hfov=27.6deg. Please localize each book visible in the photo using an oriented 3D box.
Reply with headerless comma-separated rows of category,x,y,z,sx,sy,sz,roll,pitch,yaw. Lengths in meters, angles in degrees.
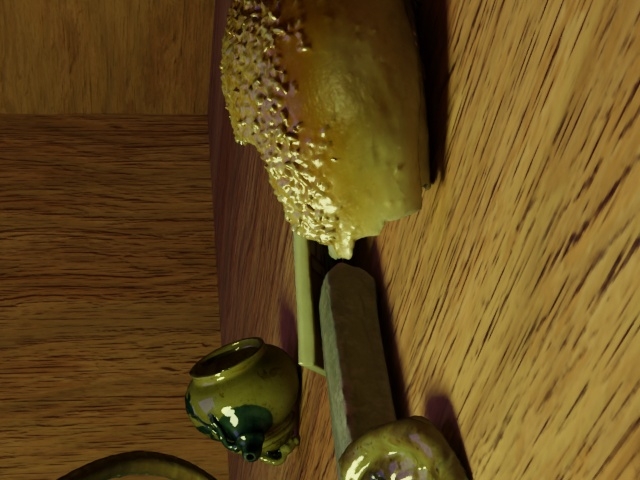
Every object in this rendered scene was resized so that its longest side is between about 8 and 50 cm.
book,0.000,0.000,1.425,0.208,0.020,0.296,44,-137,-74

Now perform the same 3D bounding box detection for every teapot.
teapot,-0.101,0.244,1.931,0.269,0.173,0.183,-86,-28,-75

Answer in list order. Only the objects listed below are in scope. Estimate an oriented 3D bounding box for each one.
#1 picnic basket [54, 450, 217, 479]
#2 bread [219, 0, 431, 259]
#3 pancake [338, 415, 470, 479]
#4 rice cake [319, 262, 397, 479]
picnic basket,-0.149,0.342,1.294,0.337,0.293,0.337,16,116,38
bread,0.003,-0.151,1.096,0.314,0.171,0.192,-101,9,-45
pancake,0.053,0.253,1.021,0.212,0.029,0.235,4,81,62
rice cake,0.045,0.185,1.194,0.070,0.064,0.399,105,163,-46
